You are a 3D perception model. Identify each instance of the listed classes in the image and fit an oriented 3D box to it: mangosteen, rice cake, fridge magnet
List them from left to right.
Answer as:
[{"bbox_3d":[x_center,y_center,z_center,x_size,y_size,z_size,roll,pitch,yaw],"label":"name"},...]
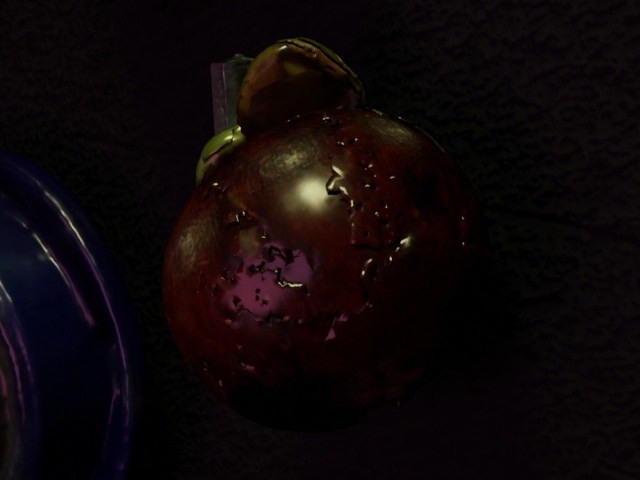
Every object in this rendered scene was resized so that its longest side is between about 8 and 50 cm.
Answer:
[{"bbox_3d":[-0.207,0.072,1.174,0.265,0.112,0.266,16,114,40],"label":"fridge magnet"},{"bbox_3d":[-0.044,-0.042,1.034,0.021,0.022,0.121,15,114,51],"label":"rice cake"},{"bbox_3d":[0.000,0.000,0.916,0.166,0.166,0.180,-51,41,42],"label":"mangosteen"}]

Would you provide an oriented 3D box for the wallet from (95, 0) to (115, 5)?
[{"bbox_3d":[-0.127,-0.236,0.998,0.141,0.059,0.202,142,105,-76],"label":"wallet"}]
